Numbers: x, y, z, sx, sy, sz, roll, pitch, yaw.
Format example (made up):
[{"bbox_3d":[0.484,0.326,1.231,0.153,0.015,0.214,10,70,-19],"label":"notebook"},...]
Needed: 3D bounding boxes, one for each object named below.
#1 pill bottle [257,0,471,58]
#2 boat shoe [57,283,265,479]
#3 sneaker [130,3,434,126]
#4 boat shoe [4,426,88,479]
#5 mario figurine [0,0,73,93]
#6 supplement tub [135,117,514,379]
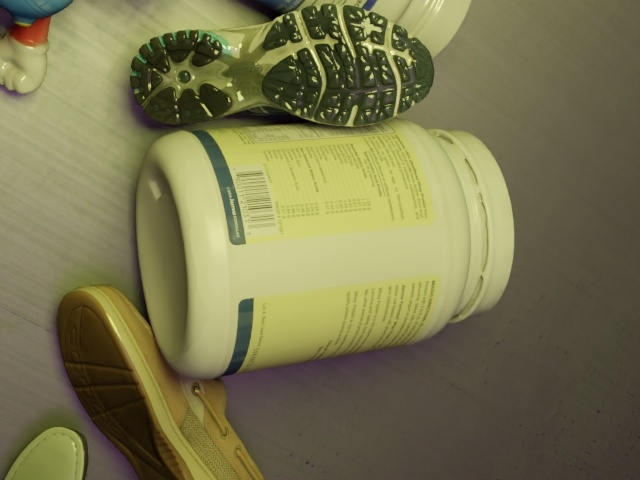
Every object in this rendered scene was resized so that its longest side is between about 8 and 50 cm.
[{"bbox_3d":[0.009,-0.279,0.955,0.272,0.152,0.152,23,97,-23],"label":"pill bottle"},{"bbox_3d":[-0.163,0.180,1.061,0.110,0.121,0.341,-44,119,-42],"label":"boat shoe"},{"bbox_3d":[-0.031,-0.169,0.950,0.283,0.122,0.110,2,102,10],"label":"sneaker"},{"bbox_3d":[-0.301,0.300,1.063,0.081,0.068,0.228,24,95,12],"label":"boat shoe"},{"bbox_3d":[-0.262,-0.201,0.840,0.320,0.170,0.198,-13,125,16],"label":"mario figurine"},{"bbox_3d":[0.000,0.000,0.979,0.325,0.235,0.235,-6,107,-22],"label":"supplement tub"}]
